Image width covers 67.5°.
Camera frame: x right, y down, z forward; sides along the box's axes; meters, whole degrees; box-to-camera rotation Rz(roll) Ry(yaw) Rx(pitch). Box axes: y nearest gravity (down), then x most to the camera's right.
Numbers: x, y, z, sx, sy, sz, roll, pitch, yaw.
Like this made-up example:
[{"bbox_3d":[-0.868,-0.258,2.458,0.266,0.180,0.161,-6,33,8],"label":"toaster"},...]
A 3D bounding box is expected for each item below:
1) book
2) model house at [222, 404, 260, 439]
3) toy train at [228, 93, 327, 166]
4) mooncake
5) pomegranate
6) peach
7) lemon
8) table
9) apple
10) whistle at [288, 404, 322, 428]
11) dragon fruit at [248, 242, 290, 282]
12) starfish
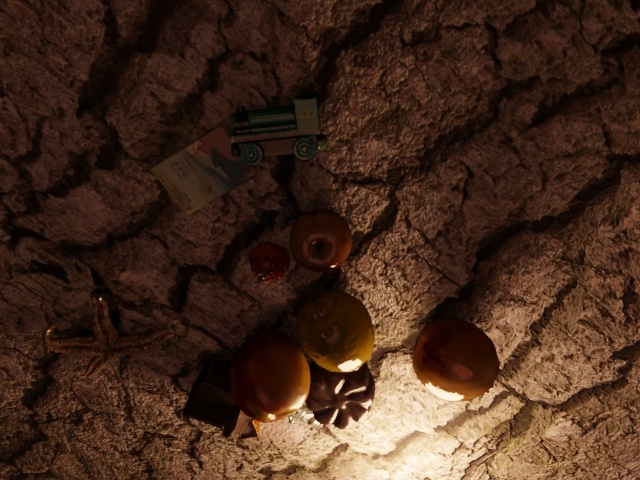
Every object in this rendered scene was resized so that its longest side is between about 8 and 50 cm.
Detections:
[{"bbox_3d":[-0.377,-0.227,1.560,0.290,0.026,0.201,-29,114,14],"label":"book"},{"bbox_3d":[-0.290,0.706,1.915,0.136,0.219,0.207,24,115,-16],"label":"model house"},{"bbox_3d":[-0.133,-0.333,1.459,0.298,0.120,0.194,-6,108,4],"label":"toy train"},{"bbox_3d":[0.074,0.594,1.888,0.306,0.154,0.306,1,114,3],"label":"mooncake"},{"bbox_3d":[0.491,0.432,1.715,0.319,0.319,0.319,0,116,1],"label":"pomegranate"},{"bbox_3d":[-0.185,0.487,1.754,0.308,0.332,0.307,-9,152,-5],"label":"peach"},{"bbox_3d":[0.059,0.318,1.690,0.285,0.285,0.316,-29,155,14],"label":"lemon"},{"bbox_3d":[-0.415,0.586,1.879,0.173,0.169,0.193,25,114,-11],"label":"table"},{"bbox_3d":[0.000,0.000,1.577,0.211,0.188,0.211,-1,113,-1],"label":"apple"},{"bbox_3d":[-0.126,0.670,1.949,0.346,0.134,0.142,38,71,-27],"label":"whistle"},{"bbox_3d":[-0.179,0.093,1.669,0.153,0.111,0.153,-1,119,-1],"label":"dragon fruit"},{"bbox_3d":[-0.816,0.353,1.819,0.432,0.082,0.324,-27,114,13],"label":"starfish"}]
